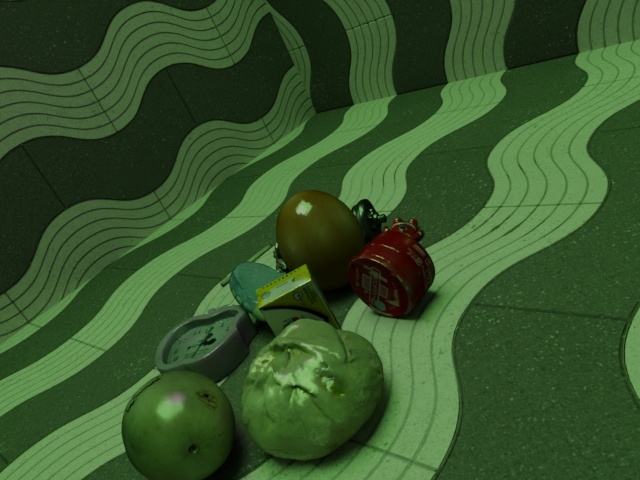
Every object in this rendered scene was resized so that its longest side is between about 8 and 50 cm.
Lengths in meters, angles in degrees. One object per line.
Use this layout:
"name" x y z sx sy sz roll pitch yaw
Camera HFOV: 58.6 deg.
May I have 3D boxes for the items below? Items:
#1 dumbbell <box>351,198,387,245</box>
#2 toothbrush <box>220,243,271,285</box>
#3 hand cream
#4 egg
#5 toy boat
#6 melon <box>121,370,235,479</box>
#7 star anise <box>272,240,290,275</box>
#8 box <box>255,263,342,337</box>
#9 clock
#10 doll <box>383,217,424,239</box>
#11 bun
"dumbbell" 0.053 -0.029 2.109 0.406 0.179 0.179 -17 25 23
"toothbrush" -0.313 0.100 2.413 0.294 0.026 0.028 -40 11 -27
"hand cream" 0.205 0.095 1.636 0.149 0.230 0.230 -41 27 -31
"egg" 0.000 0.000 1.880 0.283 0.351 0.282 -27 18 10
"toy boat" -0.197 0.192 1.932 0.215 0.123 0.330 -2 27 -35
"melon" -0.354 0.455 1.413 0.268 0.268 0.330 -35 17 -19
"star anise" -0.137 0.064 2.108 0.065 0.195 0.182 -10 55 -11
"box" -0.048 0.221 1.581 0.168 0.265 0.097 -27 26 -1
"clock" -0.379 0.345 1.878 0.339 0.102 0.338 -22 23 10
"doll" 0.277 -0.009 1.959 0.142 0.076 0.245 5 28 15
"bun" -0.033 0.332 1.368 0.365 0.219 0.365 -24 30 15
